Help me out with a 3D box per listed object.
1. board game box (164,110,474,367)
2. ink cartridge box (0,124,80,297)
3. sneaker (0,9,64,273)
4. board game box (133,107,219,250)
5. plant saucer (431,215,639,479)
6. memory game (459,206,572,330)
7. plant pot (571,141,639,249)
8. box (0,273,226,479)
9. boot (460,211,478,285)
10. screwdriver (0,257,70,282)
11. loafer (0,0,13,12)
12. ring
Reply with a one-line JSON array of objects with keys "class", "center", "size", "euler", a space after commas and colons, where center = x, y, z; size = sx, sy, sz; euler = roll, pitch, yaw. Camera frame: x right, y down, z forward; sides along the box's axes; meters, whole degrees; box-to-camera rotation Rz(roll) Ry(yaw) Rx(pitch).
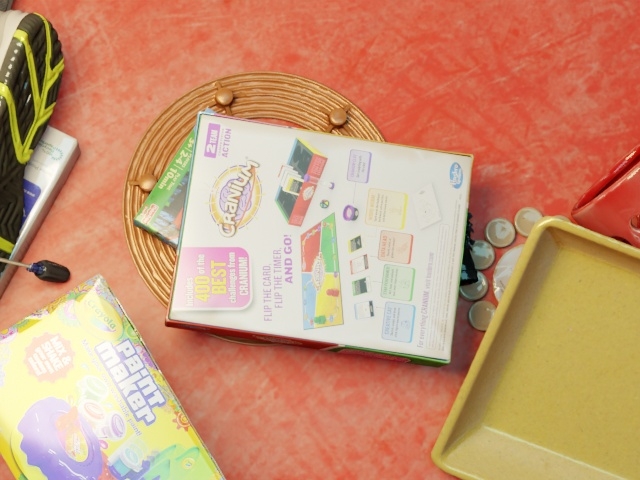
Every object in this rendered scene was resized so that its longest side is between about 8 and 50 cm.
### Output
[{"class": "board game box", "center": [0.000, 0.000, 1.620], "size": [0.317, 0.064, 0.242], "euler": [9, 79, -6]}, {"class": "ink cartridge box", "center": [-0.424, -0.004, 1.655], "size": [0.165, 0.065, 0.332], "euler": [28, 76, 1]}, {"class": "sneaker", "center": [-0.408, -0.074, 1.586], "size": [0.147, 0.145, 0.384], "euler": [14, 75, 19]}, {"class": "board game box", "center": [-0.083, -0.032, 1.671], "size": [0.211, 0.039, 0.160], "euler": [31, 77, 1]}, {"class": "plant saucer", "center": [0.334, 0.158, 1.622], "size": [0.333, 0.081, 0.332], "euler": [21, 112, -1]}, {"class": "memory game", "center": [0.255, 0.053, 1.728], "size": [0.186, 0.012, 0.186], "euler": [1, 79, -5]}, {"class": "plant pot", "center": [0.414, -0.031, 1.670], "size": [0.191, 0.191, 0.174], "euler": [-41, 88, -11]}, {"class": "box", "center": [-0.221, 0.219, 1.518], "size": [0.177, 0.279, 0.290], "euler": [-31, 82, -10]}, {"class": "boot", "center": [0.127, 0.009, 1.710], "size": [0.121, 0.045, 0.099], "euler": [-10, 73, 1]}, {"class": "screwdriver", "center": [-0.332, 0.030, 1.609], "size": [0.024, 0.170, 0.025], "euler": [-27, 75, 19]}, {"class": "loafer", "center": [-0.394, -0.365, 1.714], "size": [0.095, 0.109, 0.302], "euler": [7, 72, 41]}, {"class": "ring", "center": [-0.065, -0.043, 1.710], "size": [0.337, 0.032, 0.336], "euler": [1, 79, -5]}]
